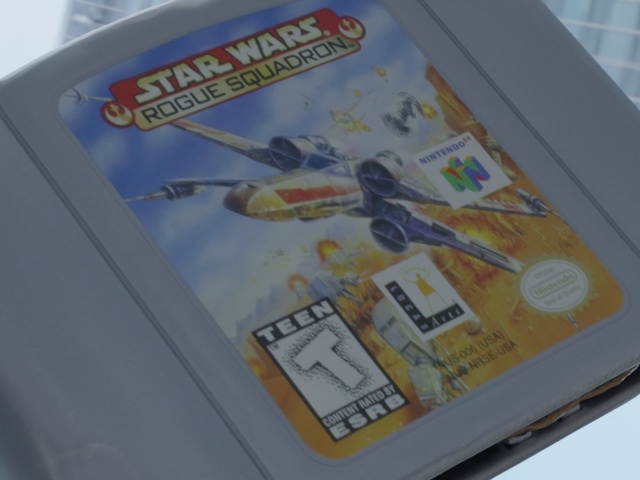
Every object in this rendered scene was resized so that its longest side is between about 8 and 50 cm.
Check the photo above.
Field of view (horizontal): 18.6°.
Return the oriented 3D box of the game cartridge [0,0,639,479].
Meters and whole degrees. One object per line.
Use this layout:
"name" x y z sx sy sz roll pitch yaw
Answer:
"game cartridge" 0.000 0.000 0.663 0.297 0.062 0.198 -24 -110 -35
